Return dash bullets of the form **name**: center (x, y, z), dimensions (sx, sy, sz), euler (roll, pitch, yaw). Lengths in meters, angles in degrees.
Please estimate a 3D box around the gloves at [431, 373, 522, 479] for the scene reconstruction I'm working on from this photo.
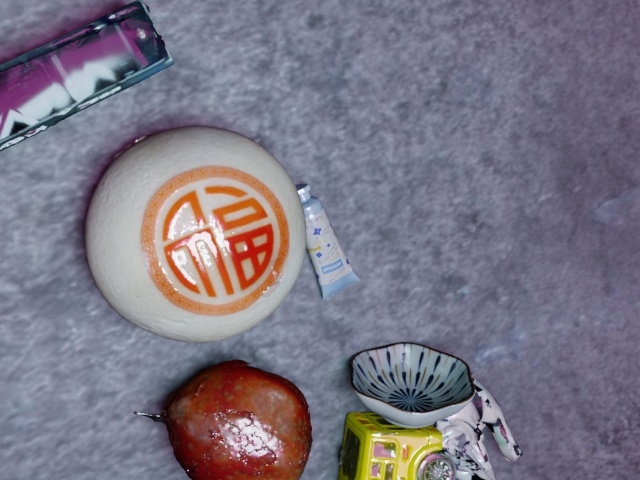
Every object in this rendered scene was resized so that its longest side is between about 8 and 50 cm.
- **gloves**: center (0.236, 0.319, 1.128), dimensions (0.127, 0.111, 0.212), euler (-24, 102, -45)

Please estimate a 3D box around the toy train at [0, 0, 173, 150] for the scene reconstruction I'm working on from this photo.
- **toy train**: center (-0.370, -0.152, 0.826), dimensions (0.409, 0.089, 0.086), euler (-32, 109, -17)

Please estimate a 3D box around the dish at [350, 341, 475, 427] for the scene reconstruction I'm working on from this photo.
- **dish**: center (0.130, 0.223, 1.042), dimensions (0.191, 0.191, 0.066), euler (-8, 113, -23)

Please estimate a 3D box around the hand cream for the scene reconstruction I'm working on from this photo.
- **hand cream**: center (0.000, 0.000, 1.027), dimensions (0.065, 0.043, 0.170), euler (-28, 110, -13)

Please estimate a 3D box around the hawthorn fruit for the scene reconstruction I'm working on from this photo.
- **hawthorn fruit**: center (-0.124, 0.245, 0.925), dimensions (0.235, 0.181, 0.181), euler (18, 88, -24)

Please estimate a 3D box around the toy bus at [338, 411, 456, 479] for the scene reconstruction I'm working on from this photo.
- **toy bus**: center (0.095, 0.429, 1.053), dimensions (0.152, 0.144, 0.330), euler (7, 90, -15)

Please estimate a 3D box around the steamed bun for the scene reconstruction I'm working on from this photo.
- **steamed bun**: center (-0.145, -0.006, 0.889), dimensions (0.283, 0.177, 0.283), euler (-2, 95, -24)
